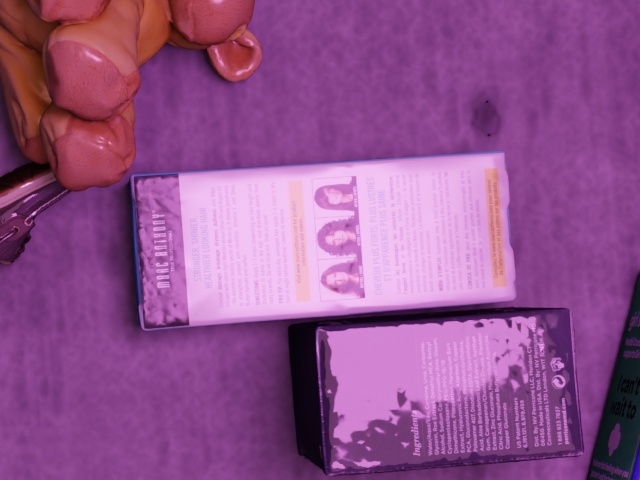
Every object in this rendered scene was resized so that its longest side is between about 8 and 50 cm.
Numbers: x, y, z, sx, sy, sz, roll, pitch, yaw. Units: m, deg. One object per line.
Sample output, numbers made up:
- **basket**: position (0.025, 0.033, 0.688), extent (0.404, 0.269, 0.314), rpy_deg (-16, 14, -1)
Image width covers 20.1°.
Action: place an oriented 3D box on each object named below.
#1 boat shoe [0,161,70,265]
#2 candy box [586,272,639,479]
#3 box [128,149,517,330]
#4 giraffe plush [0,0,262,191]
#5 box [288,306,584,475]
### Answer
- **boat shoe**: position (-0.211, -0.006, 1.154), extent (0.152, 0.056, 0.049), rpy_deg (-30, 106, -7)
- **candy box**: position (0.308, 0.199, 1.180), extent (0.268, 0.122, 0.317), rpy_deg (15, 85, -8)
- **box**: position (0.000, 0.000, 1.174), extent (0.244, 0.060, 0.100), rpy_deg (-4, 89, -8)
- **giraffe plush**: position (-0.113, -0.146, 1.124), extent (0.171, 0.210, 0.181), rpy_deg (-14, 130, -22)
- **box**: position (0.067, 0.091, 1.133), extent (0.158, 0.156, 0.093), rpy_deg (-5, 88, -8)
